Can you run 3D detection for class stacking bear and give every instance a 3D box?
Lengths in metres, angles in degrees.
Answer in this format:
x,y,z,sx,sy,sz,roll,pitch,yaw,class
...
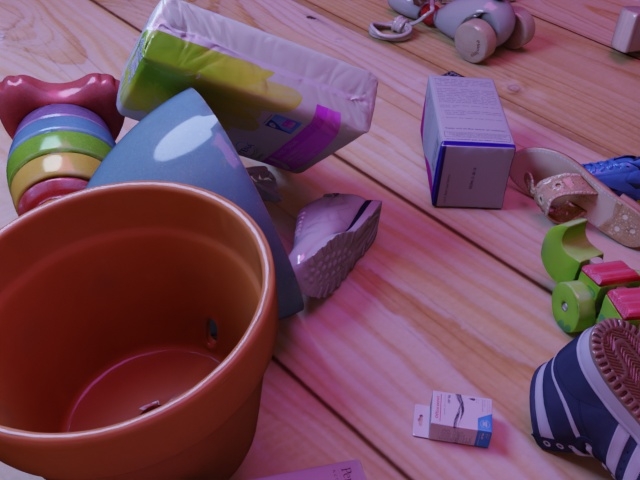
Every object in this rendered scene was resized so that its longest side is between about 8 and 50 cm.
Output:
x,y,z,sx,sy,sz,roll,pitch,yaw,class
-0.339,-0.068,1.101,0.175,0.164,0.289,-4,50,-13,stacking bear

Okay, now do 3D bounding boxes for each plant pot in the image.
x,y,z,sx,sy,sz,roll,pitch,yaw,class
-0.172,-0.004,0.959,0.195,0.290,0.290,-27,45,-10,plant pot
-0.172,0.113,0.750,0.290,0.203,0.291,-4,44,4,plant pot

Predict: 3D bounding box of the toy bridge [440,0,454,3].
x,y,z,sx,sy,sz,roll,pitch,yaw,class
0.355,-0.545,1.855,0.188,0.026,0.063,-6,41,-11,toy bridge

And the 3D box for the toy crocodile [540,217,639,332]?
x,y,z,sx,sy,sz,roll,pitch,yaw,class
0.373,0.104,0.980,0.115,0.105,0.341,-7,40,-13,toy crocodile

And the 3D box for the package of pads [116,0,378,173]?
x,y,z,sx,sy,sz,roll,pitch,yaw,class
-0.106,-0.192,1.089,0.296,0.229,0.101,17,75,-20,package of pads

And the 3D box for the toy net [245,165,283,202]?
x,y,z,sx,sy,sz,roll,pitch,yaw,class
-0.153,-0.119,1.209,0.232,0.122,0.045,20,73,19,toy net

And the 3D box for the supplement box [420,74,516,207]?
x,y,z,sx,sy,sz,roll,pitch,yaw,class
0.224,-0.159,1.292,0.113,0.111,0.220,2,39,-2,supplement box

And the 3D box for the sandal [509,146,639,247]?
x,y,z,sx,sy,sz,roll,pitch,yaw,class
0.359,-0.059,1.197,0.240,0.088,0.079,34,41,25,sandal

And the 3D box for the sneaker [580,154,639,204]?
x,y,z,sx,sy,sz,roll,pitch,yaw,class
0.441,-0.103,1.266,0.209,0.082,0.069,6,40,5,sneaker

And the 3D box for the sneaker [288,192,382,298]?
x,y,z,sx,sy,sz,roll,pitch,yaw,class
0.000,0.000,1.093,0.094,0.090,0.235,22,28,17,sneaker

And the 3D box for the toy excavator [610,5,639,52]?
x,y,z,sx,sy,sz,roll,pitch,yaw,class
0.717,-0.302,1.474,0.432,0.222,0.445,20,28,20,toy excavator

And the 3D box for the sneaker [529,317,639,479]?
x,y,z,sx,sy,sz,roll,pitch,yaw,class
0.320,0.228,0.843,0.099,0.153,0.282,-19,74,-29,sneaker

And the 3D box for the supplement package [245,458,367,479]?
x,y,z,sx,sy,sz,roll,pitch,yaw,class
-0.069,0.293,0.683,0.244,0.134,0.139,-8,41,-14,supplement package

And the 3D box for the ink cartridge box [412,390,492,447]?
x,y,z,sx,sy,sz,roll,pitch,yaw,class
0.145,0.195,0.909,0.083,0.028,0.048,7,38,5,ink cartridge box

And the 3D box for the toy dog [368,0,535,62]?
x,y,z,sx,sy,sz,roll,pitch,yaw,class
0.272,-0.487,1.667,0.333,0.161,0.220,19,41,19,toy dog

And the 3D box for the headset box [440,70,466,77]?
x,y,z,sx,sy,sz,roll,pitch,yaw,class
0.249,-0.272,1.499,0.062,0.032,0.083,-30,50,-34,headset box
